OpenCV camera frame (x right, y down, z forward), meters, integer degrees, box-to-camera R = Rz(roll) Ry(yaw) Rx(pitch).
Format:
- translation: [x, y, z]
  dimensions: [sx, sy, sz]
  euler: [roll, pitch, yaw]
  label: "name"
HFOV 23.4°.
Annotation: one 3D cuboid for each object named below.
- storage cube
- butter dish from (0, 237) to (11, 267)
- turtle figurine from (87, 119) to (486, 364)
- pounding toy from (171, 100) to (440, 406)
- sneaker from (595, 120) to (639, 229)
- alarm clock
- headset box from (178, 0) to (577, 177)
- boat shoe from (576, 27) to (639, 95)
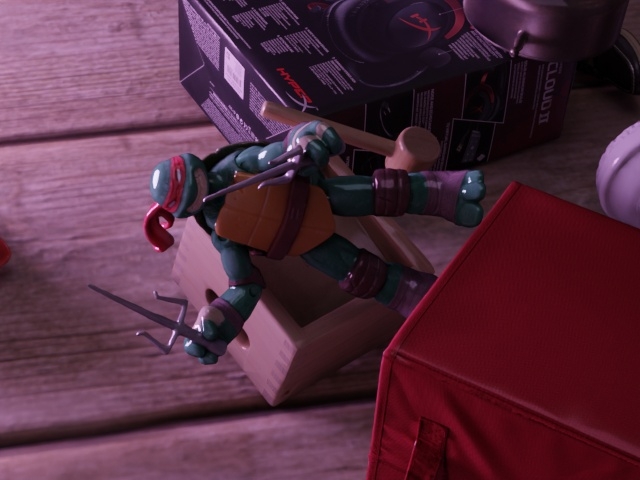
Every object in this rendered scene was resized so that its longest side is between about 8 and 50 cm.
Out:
- translation: [0.155, 0.113, 0.949]
  dimensions: [0.193, 0.184, 0.215]
  euler: [22, 44, 18]
  label: "storage cube"
- translation: [-0.330, -0.023, 1.119]
  dimensions: [0.160, 0.118, 0.160]
  euler: [-32, 53, -33]
  label: "butter dish"
- translation: [-0.022, -0.013, 0.974]
  dimensions: [0.234, 0.175, 0.118]
  euler: [9, 36, -20]
  label: "turtle figurine"
- translation: [-0.001, -0.009, 1.123]
  dimensions: [0.206, 0.094, 0.181]
  euler: [-27, 67, -31]
  label: "pounding toy"
- translation: [0.381, 0.014, 1.108]
  dimensions: [0.365, 0.137, 0.210]
  euler: [10, 39, 3]
  label: "sneaker"
- translation: [0.198, -0.208, 1.247]
  dimensions: [0.192, 0.064, 0.129]
  euler: [-19, 49, -30]
  label: "alarm clock"
- translation: [0.057, -0.155, 1.299]
  dimensions: [0.293, 0.110, 0.218]
  euler: [-19, 47, -24]
  label: "headset box"
- translation: [0.242, -0.169, 1.376]
  dimensions: [0.049, 0.056, 0.152]
  euler: [-15, 35, -13]
  label: "boat shoe"
